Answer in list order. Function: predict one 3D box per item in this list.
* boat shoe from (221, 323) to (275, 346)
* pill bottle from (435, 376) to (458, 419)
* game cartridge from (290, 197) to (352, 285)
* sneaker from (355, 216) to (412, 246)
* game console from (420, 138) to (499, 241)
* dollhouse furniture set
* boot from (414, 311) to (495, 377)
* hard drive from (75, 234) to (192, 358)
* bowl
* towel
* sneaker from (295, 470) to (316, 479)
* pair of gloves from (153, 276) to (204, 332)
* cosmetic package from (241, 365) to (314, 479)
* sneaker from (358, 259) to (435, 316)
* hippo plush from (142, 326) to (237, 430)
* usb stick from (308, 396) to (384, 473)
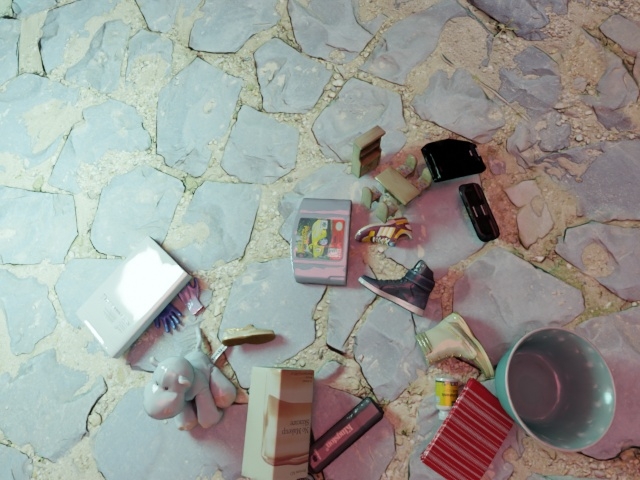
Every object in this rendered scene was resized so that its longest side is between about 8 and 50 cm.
[{"bbox_3d":[-0.230,0.296,1.407,0.170,0.063,0.059,-3,46,-7],"label":"boat shoe"},{"bbox_3d":[0.371,0.464,1.290,0.065,0.065,0.116,1,76,7],"label":"pill bottle"},{"bbox_3d":[0.000,0.000,1.466,0.196,0.060,0.294,2,75,11],"label":"game cartridge"},{"bbox_3d":[0.207,-0.015,1.435,0.186,0.069,0.083,-18,68,2],"label":"sneaker"},{"bbox_3d":[0.470,-0.164,1.417,0.213,0.044,0.361,-14,78,-28],"label":"game console"},{"bbox_3d":[0.217,-0.224,1.419,0.212,0.161,0.242,-36,67,-18],"label":"dollhouse furniture set"},{"bbox_3d":[0.399,0.342,1.315,0.165,0.077,0.213,-29,69,-2],"label":"boot"},{"bbox_3d":[-0.628,0.182,1.477,0.233,0.047,0.353,38,83,23],"label":"hard drive"},{"bbox_3d":[0.614,0.401,1.209,0.312,0.163,0.311,2,72,-8],"label":"bowl"},{"bbox_3d":[0.425,0.552,1.248,0.199,0.031,0.274,37,82,-10],"label":"towel"},{"bbox_3d":[-0.119,0.748,1.257,0.235,0.095,0.090,-37,76,-2],"label":"sneaker"},{"bbox_3d":[-0.487,0.205,1.482,0.198,0.023,0.159,-36,74,-3],"label":"pair of gloves"},{"bbox_3d":[-0.118,0.520,1.270,0.129,0.153,0.296,-8,73,39],"label":"cosmetic package"},{"bbox_3d":[0.247,0.118,1.379,0.226,0.086,0.163,25,90,3],"label":"sneaker"},{"bbox_3d":[-0.382,0.429,1.297,0.234,0.236,0.294,24,79,12],"label":"hippo plush"},{"bbox_3d":[0.067,0.577,1.305,0.278,0.045,0.077,-39,75,-4],"label":"usb stick"}]
